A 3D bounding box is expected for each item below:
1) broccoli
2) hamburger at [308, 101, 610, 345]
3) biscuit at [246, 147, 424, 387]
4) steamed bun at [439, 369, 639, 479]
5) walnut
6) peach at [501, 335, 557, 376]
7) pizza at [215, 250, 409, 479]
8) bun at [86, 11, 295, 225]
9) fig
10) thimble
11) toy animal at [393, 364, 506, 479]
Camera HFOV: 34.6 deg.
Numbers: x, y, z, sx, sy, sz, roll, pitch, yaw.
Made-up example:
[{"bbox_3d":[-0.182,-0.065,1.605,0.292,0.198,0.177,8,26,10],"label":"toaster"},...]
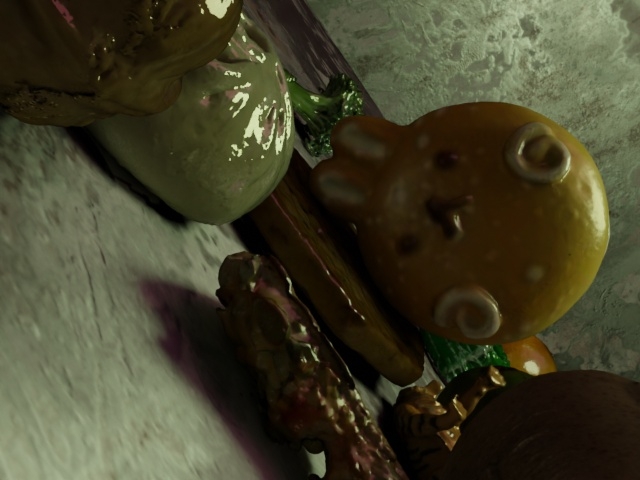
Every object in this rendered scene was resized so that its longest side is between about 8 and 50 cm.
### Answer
[{"bbox_3d":[-0.024,-0.209,1.493,0.204,0.122,0.118,29,12,-39],"label":"broccoli"},{"bbox_3d":[0.150,-0.032,1.080,0.303,0.261,0.186,38,9,16],"label":"hamburger"},{"bbox_3d":[0.000,0.001,1.075,0.359,0.046,0.359,53,11,-14],"label":"biscuit"},{"bbox_3d":[0.158,0.253,0.686,0.251,0.199,0.301,-65,144,-62],"label":"steamed bun"},{"bbox_3d":[-0.142,-0.177,0.608,0.198,0.198,0.245,42,28,-53],"label":"walnut"},{"bbox_3d":[0.307,0.206,1.634,0.138,0.138,0.138,54,12,-16],"label":"peach"},{"bbox_3d":[-0.011,0.110,0.705,0.226,0.069,0.147,60,-11,-3],"label":"pizza"},{"bbox_3d":[-0.100,-0.124,0.795,0.231,0.133,0.231,51,13,-17],"label":"bun"},{"bbox_3d":[0.196,0.265,1.104,0.151,0.151,0.259,11,75,-75],"label":"fig"},{"bbox_3d":[0.201,0.148,1.423,0.118,0.090,0.130,56,11,-13],"label":"thimble"},{"bbox_3d":[0.134,0.232,0.947,0.114,0.116,0.255,11,48,-42],"label":"toy animal"}]
